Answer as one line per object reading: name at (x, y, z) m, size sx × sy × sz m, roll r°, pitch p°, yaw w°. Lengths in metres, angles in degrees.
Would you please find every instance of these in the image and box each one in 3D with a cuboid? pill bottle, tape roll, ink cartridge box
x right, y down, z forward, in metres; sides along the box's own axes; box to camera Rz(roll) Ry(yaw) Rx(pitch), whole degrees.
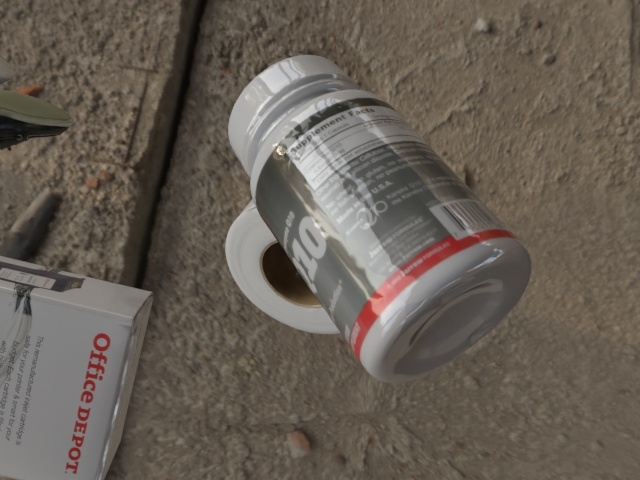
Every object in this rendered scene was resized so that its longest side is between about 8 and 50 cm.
pill bottle at (0.037, -0.030, 0.612) m, size 0.161 × 0.161 × 0.283 m, roll -33°, pitch 58°, yaw -5°
tape roll at (0.000, 0.000, 1.041) m, size 0.246 × 0.246 × 0.169 m, roll 21°, pitch 44°, yaw 9°
ink cartridge box at (-0.291, 0.111, 0.625) m, size 0.237 × 0.100 × 0.171 m, roll 14°, pitch 100°, yaw -5°

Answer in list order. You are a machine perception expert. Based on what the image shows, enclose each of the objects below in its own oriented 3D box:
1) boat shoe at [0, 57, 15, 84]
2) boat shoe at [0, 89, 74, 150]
boat shoe at (-0.614, -0.302, 1.199) m, size 0.066 × 0.184 × 0.063 m, roll 45°, pitch 98°, yaw -4°
boat shoe at (-0.658, -0.228, 1.352) m, size 0.127 × 0.340 × 0.113 m, roll 37°, pitch 113°, yaw 22°
